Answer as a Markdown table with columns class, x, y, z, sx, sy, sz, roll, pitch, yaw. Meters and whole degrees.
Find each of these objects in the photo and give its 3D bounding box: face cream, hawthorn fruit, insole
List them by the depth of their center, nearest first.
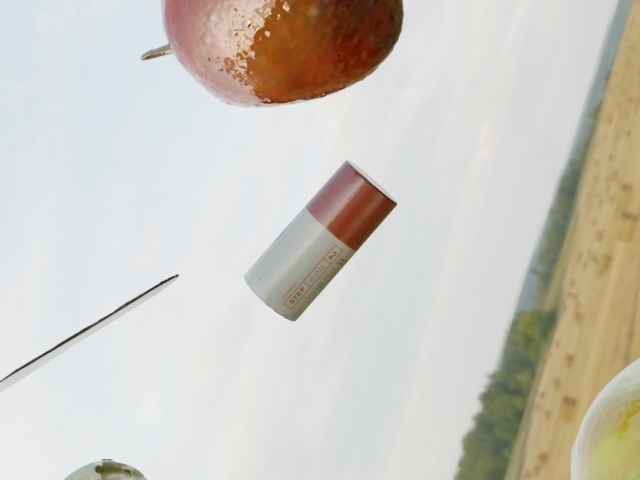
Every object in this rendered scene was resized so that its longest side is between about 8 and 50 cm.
| class | x | y | z | sx | sy | sz | roll | pitch | yaw |
| --- | --- | --- | --- | --- | --- | --- | --- | --- | --- |
| insole | -0.292 | 0.124 | 1.181 | 0.328 | 0.007 | 0.111 | -32 | -1 | -5 |
| hawthorn fruit | -0.071 | -0.277 | 1.262 | 0.287 | 0.330 | 0.287 | 51 | -155 | -35 |
| face cream | 0.000 | 0.000 | 1.485 | 0.214 | 0.096 | 0.096 | -49 | -10 | 8 |

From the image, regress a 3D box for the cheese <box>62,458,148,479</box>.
| class | x | y | z | sx | sy | sz | roll | pitch | yaw |
| --- | --- | --- | --- | --- | --- | --- | --- | --- | --- |
| cheese | -0.276 | 0.362 | 1.270 | 0.137 | 0.064 | 0.227 | 16 | -76 | -43 |

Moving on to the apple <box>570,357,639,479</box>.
| class | x | y | z | sx | sy | sz | roll | pitch | yaw |
| --- | --- | --- | --- | --- | --- | --- | --- | --- | --- |
| apple | 0.494 | 0.306 | 1.326 | 0.384 | 0.374 | 0.374 | 53 | -143 | -17 |
